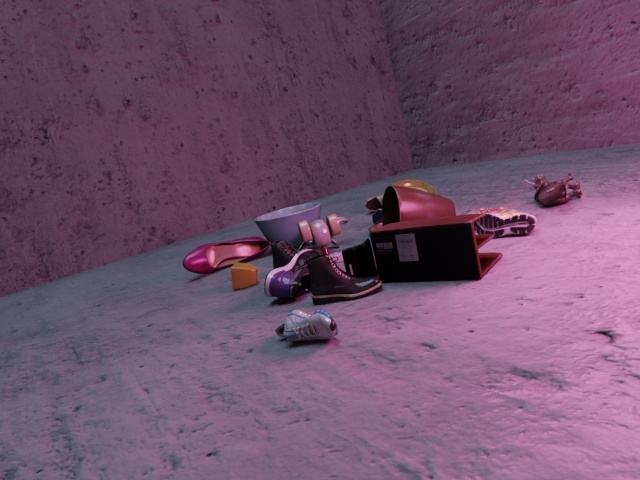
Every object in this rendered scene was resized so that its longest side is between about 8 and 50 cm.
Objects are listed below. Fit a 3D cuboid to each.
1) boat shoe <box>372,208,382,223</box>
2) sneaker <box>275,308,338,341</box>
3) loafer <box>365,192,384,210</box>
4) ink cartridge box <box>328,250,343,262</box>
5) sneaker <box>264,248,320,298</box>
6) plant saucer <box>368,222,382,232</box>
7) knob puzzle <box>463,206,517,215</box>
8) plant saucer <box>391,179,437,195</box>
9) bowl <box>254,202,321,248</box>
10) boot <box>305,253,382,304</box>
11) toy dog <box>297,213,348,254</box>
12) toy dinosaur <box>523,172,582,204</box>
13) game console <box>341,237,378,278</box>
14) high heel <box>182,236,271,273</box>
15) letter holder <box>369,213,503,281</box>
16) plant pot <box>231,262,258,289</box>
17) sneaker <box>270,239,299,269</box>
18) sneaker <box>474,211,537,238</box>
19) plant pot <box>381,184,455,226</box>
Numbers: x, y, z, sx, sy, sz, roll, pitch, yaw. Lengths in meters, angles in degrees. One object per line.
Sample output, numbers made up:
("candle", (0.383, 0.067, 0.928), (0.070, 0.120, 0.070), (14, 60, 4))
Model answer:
("boat shoe", (0.285, -0.110, 2.334), (0.066, 0.066, 0.183), (-6, 1, -9))
("sneaker", (-0.036, 0.204, 1.178), (0.083, 0.071, 0.190), (-29, 9, -35))
("loafer", (0.343, -0.197, 2.687), (0.268, 0.102, 0.092), (-16, 10, 36))
("ink cartridge box", (0.044, 0.064, 1.873), (0.083, 0.028, 0.048), (-14, 10, -4))
("sneaker", (-0.048, 0.114, 1.620), (0.124, 0.107, 0.283), (8, 24, 26))
("plant saucer", (0.284, -0.053, 2.180), (0.168, 0.029, 0.168), (-13, 11, 3))
("knob puzzle", (0.627, -0.107, 2.010), (0.213, 0.030, 0.213), (-14, 10, 3))
("plant saucer", (0.445, -0.215, 2.544), (0.240, 0.037, 0.241), (-1, 41, 1))
("bowl", (-0.131, -0.057, 2.374), (0.311, 0.163, 0.311), (-13, 11, 3))
("boot", (0.060, 0.090, 1.421), (0.197, 0.137, 0.077), (-13, 11, 3))
("toy dog", (0.000, 0.000, 2.066), (0.220, 0.161, 0.333), (-14, -5, 13))
("toy dinosaur", (0.858, -0.171, 1.901), (0.160, 0.121, 0.313), (-23, 12, 20))
("game console", (0.116, 0.067, 1.509), (0.107, 0.122, 0.071), (-17, 10, -11))
("high heel", (-0.398, 0.049, 2.235), (0.181, 0.127, 0.377), (-18, 1, 45))
("letter holder", (0.330, 0.010, 1.465), (0.301, 0.152, 0.214), (-6, 12, 38))
("plant pot", (-0.265, 0.124, 1.841), (0.083, 0.082, 0.081), (-3, 11, 3))
("sneaker", (-0.099, 0.056, 1.856), (0.222, 0.118, 0.083), (-5, 14, 41))
("sneaker", (0.593, -0.052, 1.669), (0.208, 0.082, 0.094), (3, 12, 38))
("plant pot", (0.363, -0.094, 1.891), (0.230, 0.216, 0.215), (-2, 9, -10))
